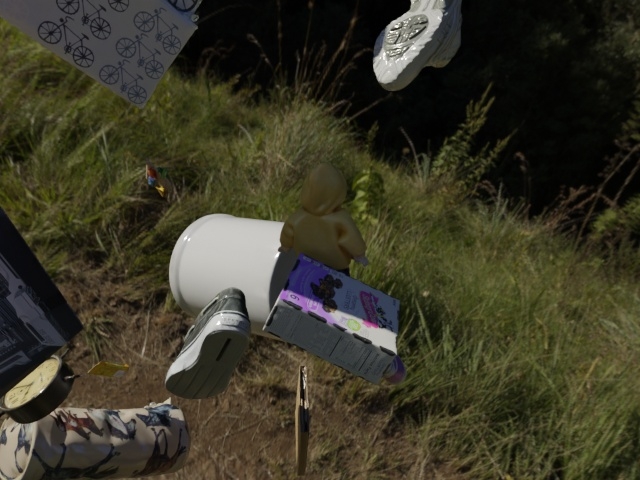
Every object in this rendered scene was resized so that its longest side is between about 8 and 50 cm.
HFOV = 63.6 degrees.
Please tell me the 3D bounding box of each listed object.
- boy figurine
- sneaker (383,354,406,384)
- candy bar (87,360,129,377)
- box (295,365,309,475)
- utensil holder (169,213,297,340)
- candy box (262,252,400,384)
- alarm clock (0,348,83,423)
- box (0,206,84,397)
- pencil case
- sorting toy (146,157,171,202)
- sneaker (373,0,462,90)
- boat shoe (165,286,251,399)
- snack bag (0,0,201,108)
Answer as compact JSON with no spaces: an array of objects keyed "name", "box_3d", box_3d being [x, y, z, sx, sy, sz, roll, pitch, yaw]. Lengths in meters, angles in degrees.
[{"name":"boy figurine","box_3d":[0.000,0.000,0.937,0.177,0.285,0.092,2,16,26]},{"name":"sneaker","box_3d":[0.144,0.305,1.573,0.102,0.161,0.282,-48,44,0]},{"name":"candy bar","box_3d":[-0.478,0.295,1.177,0.040,0.161,0.018,-43,77,-11]},{"name":"box","box_3d":[-0.043,0.413,1.182,0.021,0.201,0.164,0,41,-5]},{"name":"utensil holder","box_3d":[-0.170,0.101,1.427,0.385,0.327,0.327,8,41,40]},{"name":"candy box","box_3d":[0.026,0.120,0.836,0.196,0.070,0.165,26,25,-2]},{"name":"alarm clock","box_3d":[-0.554,0.295,0.981,0.192,0.064,0.129,-33,33,-17]},{"name":"box","box_3d":[-0.488,0.112,0.628,0.076,0.242,0.307,-5,28,35]},{"name":"pencil case","box_3d":[-0.512,0.458,1.193,0.410,0.160,0.183,20,27,-45]},{"name":"sorting toy","box_3d":[-0.253,-0.098,0.801,0.012,0.083,0.062,-39,84,-29]},{"name":"sneaker","box_3d":[0.158,-0.285,0.747,0.090,0.115,0.232,14,62,38]},{"name":"boat shoe","box_3d":[-0.218,0.218,1.053,0.121,0.335,0.119,24,43,-20]},{"name":"snack bag","box_3d":[-0.304,-0.420,0.770,0.037,0.323,0.342,36,92,40]}]
